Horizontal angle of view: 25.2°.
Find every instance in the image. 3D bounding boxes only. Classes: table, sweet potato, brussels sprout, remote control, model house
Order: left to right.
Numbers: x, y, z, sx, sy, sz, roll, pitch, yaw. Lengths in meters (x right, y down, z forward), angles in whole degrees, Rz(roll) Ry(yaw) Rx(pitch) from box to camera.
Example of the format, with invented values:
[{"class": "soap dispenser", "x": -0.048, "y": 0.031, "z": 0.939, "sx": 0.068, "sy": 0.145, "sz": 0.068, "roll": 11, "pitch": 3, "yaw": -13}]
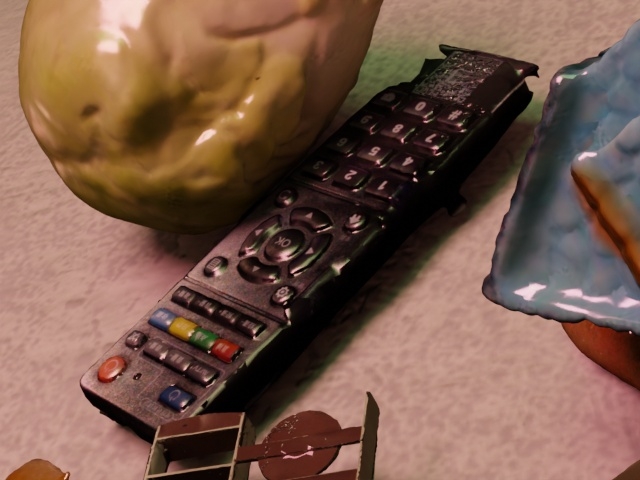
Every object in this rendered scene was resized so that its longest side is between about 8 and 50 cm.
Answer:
[{"class": "brussels sprout", "x": -0.091, "y": -0.137, "z": 1.090, "sx": 0.274, "sy": 0.242, "sz": 0.316, "roll": -23, "pitch": -9, "yaw": -27}, {"class": "table", "x": -0.036, "y": 0.181, "z": 0.833, "sx": 0.146, "sy": 0.062, "sz": 0.175, "roll": -12, "pitch": 39, "yaw": 20}, {"class": "remote control", "x": 0.000, "y": 0.000, "z": 1.039, "sx": 0.399, "sy": 0.062, "sz": 0.144, "roll": -45, "pitch": 38, "yaw": -21}, {"class": "sweet potato", "x": 0.189, "y": 0.047, "z": 0.866, "sx": 0.078, "sy": 0.058, "sz": 0.255, "roll": -15, "pitch": 31, "yaw": -11}, {"class": "model house", "x": 0.219, "y": -0.008, "z": 0.750, "sx": 0.261, "sy": 0.226, "sz": 0.241, "roll": -23, "pitch": -8, "yaw": -40}]

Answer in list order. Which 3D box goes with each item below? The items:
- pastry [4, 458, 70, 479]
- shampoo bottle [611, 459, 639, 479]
[{"class": "pastry", "x": -0.218, "y": 0.234, "z": 0.836, "sx": 0.229, "sy": 0.100, "sz": 0.218, "roll": -14, "pitch": 28, "yaw": 23}, {"class": "shampoo bottle", "x": 0.220, "y": 0.136, "z": 0.706, "sx": 0.350, "sy": 0.084, "sz": 0.125, "roll": -20, "pitch": 28, "yaw": 12}]
